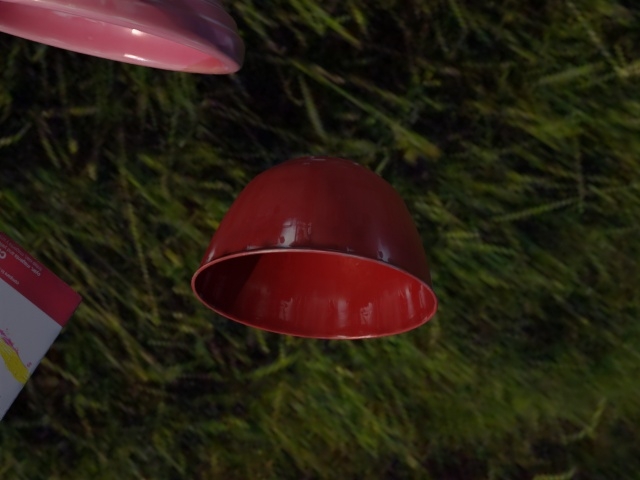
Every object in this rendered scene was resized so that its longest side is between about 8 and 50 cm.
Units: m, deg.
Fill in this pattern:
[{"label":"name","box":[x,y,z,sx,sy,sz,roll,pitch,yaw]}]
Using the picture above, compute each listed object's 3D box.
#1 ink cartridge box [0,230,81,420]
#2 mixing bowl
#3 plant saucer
[{"label":"ink cartridge box","box":[-0.351,0.093,1.161,0.127,0.128,0.176,44,59,-27]},{"label":"mixing bowl","box":[0.000,0.000,0.890,0.181,0.181,0.098,55,37,-60]},{"label":"plant saucer","box":[-0.235,-0.249,1.226,0.332,0.332,0.084,11,92,-58]}]
